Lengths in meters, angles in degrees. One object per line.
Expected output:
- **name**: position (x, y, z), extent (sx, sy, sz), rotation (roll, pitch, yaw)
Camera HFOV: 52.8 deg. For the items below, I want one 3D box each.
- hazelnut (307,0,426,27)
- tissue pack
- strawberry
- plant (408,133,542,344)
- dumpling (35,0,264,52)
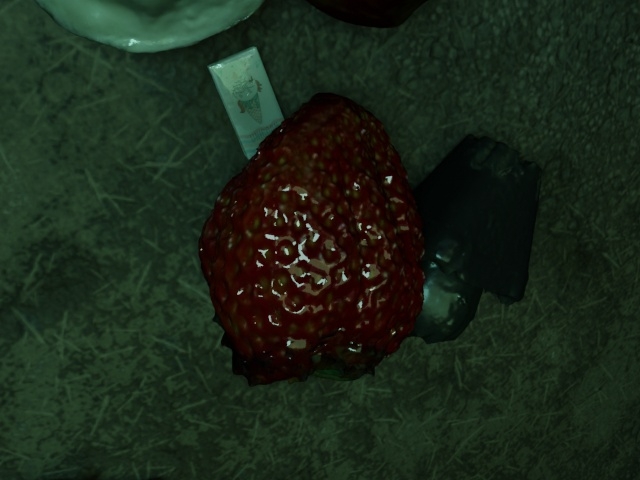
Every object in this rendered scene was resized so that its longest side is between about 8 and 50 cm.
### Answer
- **hazelnut**: position (0.058, -0.310, 0.556), extent (0.218, 0.218, 0.234), rotation (31, 96, -29)
- **tissue pack**: position (-0.074, -0.145, 0.684), extent (0.056, 0.023, 0.108), rotation (-27, 118, -9)
- **strawberry**: position (0.000, 0.000, 0.657), extent (0.238, 0.250, 0.289), rotation (11, 90, -25)
- **plant**: position (0.167, 0.005, 0.778), extent (0.164, 0.142, 0.256), rotation (22, 99, -29)
- **dumpling**: position (-0.171, -0.290, 0.530), extent (0.226, 0.243, 0.175), rotation (-28, 165, 21)
